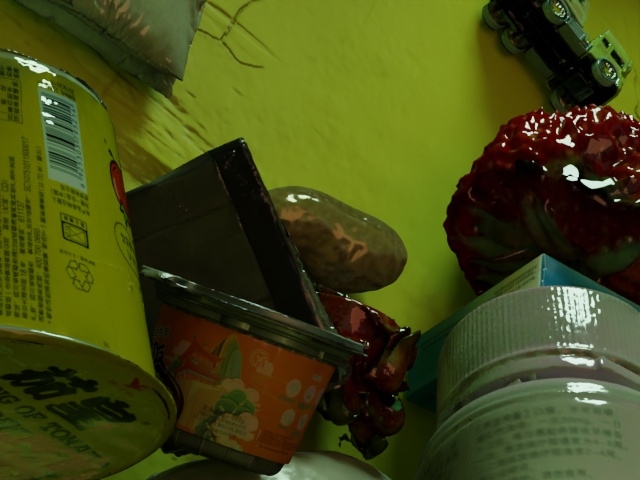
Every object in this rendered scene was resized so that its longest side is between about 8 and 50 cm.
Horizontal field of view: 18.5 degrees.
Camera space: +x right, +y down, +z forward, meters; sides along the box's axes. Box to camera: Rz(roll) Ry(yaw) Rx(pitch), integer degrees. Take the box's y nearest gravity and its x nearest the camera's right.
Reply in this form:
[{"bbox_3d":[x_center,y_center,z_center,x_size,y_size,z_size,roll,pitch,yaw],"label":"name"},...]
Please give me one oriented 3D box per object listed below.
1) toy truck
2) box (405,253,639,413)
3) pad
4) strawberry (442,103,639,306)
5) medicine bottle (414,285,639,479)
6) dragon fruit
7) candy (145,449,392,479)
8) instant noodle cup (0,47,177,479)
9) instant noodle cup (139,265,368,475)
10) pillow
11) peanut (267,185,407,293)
[{"bbox_3d":[0.247,-0.216,2.008,0.169,0.077,0.100,50,41,-6],"label":"toy truck"},{"bbox_3d":[0.190,0.107,1.781,0.139,0.194,0.073,28,50,-23],"label":"box"},{"bbox_3d":[-0.095,0.049,1.655,0.174,0.022,0.233,-25,78,0],"label":"pad"},{"bbox_3d":[0.262,-0.027,1.854,0.261,0.261,0.258,42,48,-15],"label":"strawberry"},{"bbox_3d":[0.196,0.208,1.595,0.241,0.241,0.302,29,38,-23],"label":"medicine bottle"},{"bbox_3d":[0.018,0.100,1.695,0.138,0.142,0.175,27,43,-45],"label":"dragon fruit"},{"bbox_3d":[-0.038,0.343,1.568,0.386,0.186,0.427,53,46,-7],"label":"candy"},{"bbox_3d":[-0.272,0.025,1.450,0.325,0.325,0.254,12,59,-30],"label":"instant noodle cup"},{"bbox_3d":[-0.070,0.110,1.545,0.208,0.177,0.126,21,88,-19],"label":"instant noodle cup"},{"bbox_3d":[-0.176,-0.224,1.726,0.181,0.078,0.134,33,58,-21],"label":"pillow"},{"bbox_3d":[0.000,0.000,1.771,0.174,0.080,0.080,22,63,-22],"label":"peanut"}]
